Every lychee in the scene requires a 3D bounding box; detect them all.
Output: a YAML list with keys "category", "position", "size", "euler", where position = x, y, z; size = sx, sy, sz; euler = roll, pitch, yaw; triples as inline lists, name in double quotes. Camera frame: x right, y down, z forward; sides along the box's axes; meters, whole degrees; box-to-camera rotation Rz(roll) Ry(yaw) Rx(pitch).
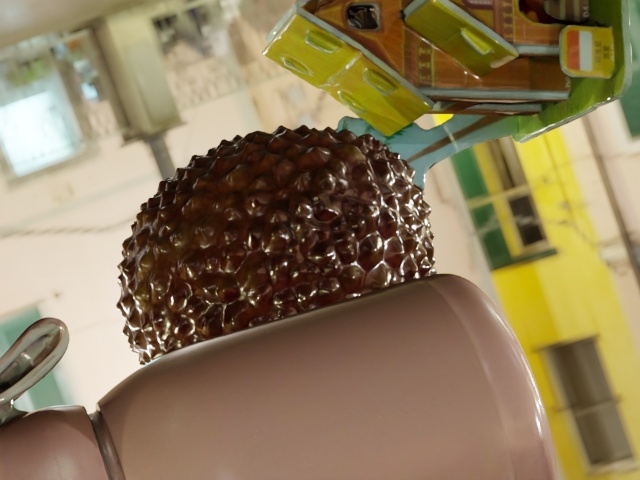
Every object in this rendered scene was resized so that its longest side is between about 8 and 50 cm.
- category: "lychee"
  position: [-0.036, 0.031, 1.251]
  size: [0.304, 0.275, 0.276]
  euler: [-49, 169, 31]

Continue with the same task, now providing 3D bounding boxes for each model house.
- category: "model house"
  position: [0.119, -0.163, 1.504]
  size: [0.324, 0.340, 0.300]
  euler: [1, 174, -14]

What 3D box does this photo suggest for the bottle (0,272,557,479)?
- category: "bottle"
  position: [-0.039, 0.118, 0.810]
  size: [0.297, 0.206, 0.173]
  euler: [-15, 172, -12]
